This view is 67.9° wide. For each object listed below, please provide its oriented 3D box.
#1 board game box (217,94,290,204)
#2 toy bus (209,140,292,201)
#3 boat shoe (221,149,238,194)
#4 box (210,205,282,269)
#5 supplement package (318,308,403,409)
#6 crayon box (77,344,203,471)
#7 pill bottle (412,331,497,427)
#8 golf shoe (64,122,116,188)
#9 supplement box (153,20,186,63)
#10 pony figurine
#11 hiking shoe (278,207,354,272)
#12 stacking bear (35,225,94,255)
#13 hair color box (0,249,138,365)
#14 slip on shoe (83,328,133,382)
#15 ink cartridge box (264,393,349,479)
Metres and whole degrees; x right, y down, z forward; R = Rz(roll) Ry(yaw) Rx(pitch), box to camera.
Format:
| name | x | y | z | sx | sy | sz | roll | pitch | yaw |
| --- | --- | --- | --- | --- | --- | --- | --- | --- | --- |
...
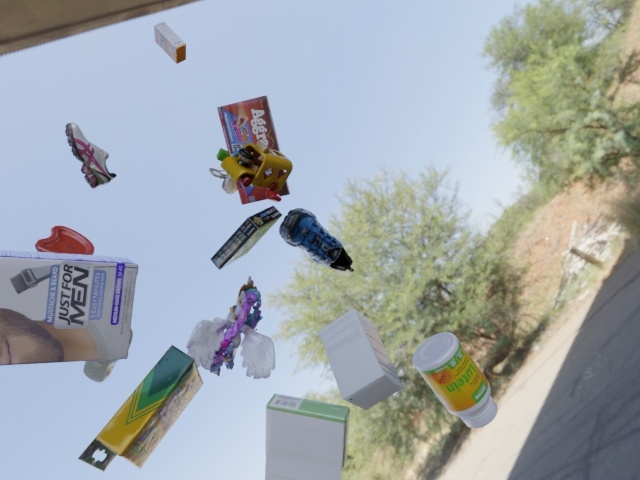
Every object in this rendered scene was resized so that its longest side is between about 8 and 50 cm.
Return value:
| name | x | y | z | sx | sy | sz | roll | pitch | yaw |
| --- | --- | --- | --- | --- | --- | --- | --- | --- | --- |
| board game box | -0.187 | -0.253 | 1.346 | 0.027 | 0.145 | 0.280 | -65 | -38 | -77 |
| toy bus | -0.165 | -0.198 | 1.215 | 0.104 | 0.191 | 0.202 | -57 | 16 | 19 |
| boat shoe | -0.325 | -0.313 | 1.839 | 0.110 | 0.121 | 0.341 | 15 | -43 | -26 |
| box | -0.241 | -0.012 | 1.559 | 0.220 | 0.051 | 0.175 | -44 | -3 | 27 |
| supplement package | 0.087 | 0.264 | 1.060 | 0.105 | 0.179 | 0.105 | -35 | -44 | 13 |
| crayon box | -0.443 | 0.454 | 1.229 | 0.322 | 0.083 | 0.203 | -53 | -15 | -31 |
| pill bottle | 0.370 | 0.382 | 1.285 | 0.136 | 0.245 | 0.136 | -35 | 11 | 8 |
| golf shoe | -0.636 | -0.241 | 1.313 | 0.086 | 0.068 | 0.185 | -30 | -58 | -25 |
| supplement box | -0.427 | -0.561 | 1.350 | 0.036 | 0.098 | 0.062 | -40 | -8 | -26 |
| pony figurine | -0.321 | 0.343 | 1.704 | 0.363 | 0.303 | 0.350 | 127 | 156 | -47 |
| hiking shoe | 0.000 | 0.000 | 1.356 | 0.113 | 0.132 | 0.304 | -61 | -33 | -5 |
| stacking bear | -0.903 | 0.124 | 1.636 | 0.288 | 0.164 | 0.175 | -59 | 15 | 22 |
| hair color box | -0.510 | 0.114 | 0.826 | 0.339 | 0.110 | 0.185 | 5 | -87 | -33 |
| slip on shoe | -0.695 | 0.352 | 1.570 | 0.331 | 0.123 | 0.101 | -51 | 10 | 37 |
| ink cartridge box | -0.031 | 0.454 | 1.001 | 0.056 | 0.171 | 0.234 | -36 | -50 | -72 |
